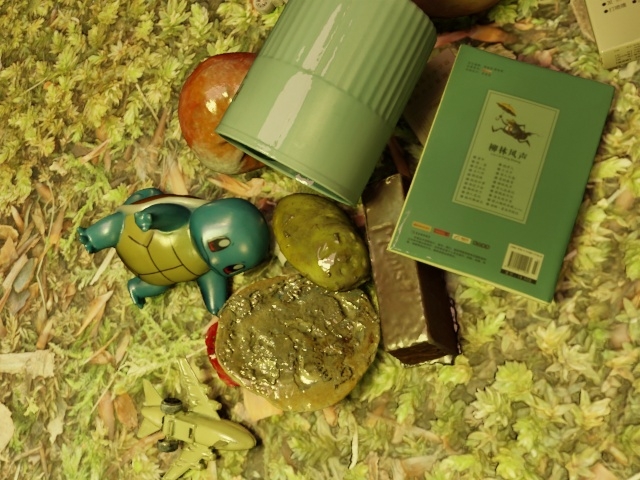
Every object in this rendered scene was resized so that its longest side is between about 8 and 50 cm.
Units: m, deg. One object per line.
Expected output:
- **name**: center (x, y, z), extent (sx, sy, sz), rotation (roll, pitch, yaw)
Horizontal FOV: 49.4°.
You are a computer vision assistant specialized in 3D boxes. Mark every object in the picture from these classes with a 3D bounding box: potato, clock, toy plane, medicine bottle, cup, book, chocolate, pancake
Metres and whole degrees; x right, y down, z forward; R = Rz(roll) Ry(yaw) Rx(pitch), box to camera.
- **potato**: center (0.000, 0.000, 1.220), extent (0.251, 0.149, 0.113), rotation (44, 137, 46)
- **clock**: center (-0.082, -0.528, 1.482), extent (0.129, 0.041, 0.087), rotation (-14, 73, 18)
- **toy plane**: center (-0.233, 0.338, 1.269), extent (0.256, 0.104, 0.242), rotation (10, 94, 36)
- **medicine bottle**: center (-0.069, 0.004, 1.305), extent (0.052, 0.052, 0.089), rotation (-37, 61, 13)
- **cup**: center (0.034, -0.240, 1.152), extent (0.257, 0.331, 0.311), rotation (29, 91, 38)
- **book**: center (0.290, -0.115, 1.101), extent (0.264, 0.031, 0.379), rotation (20, 78, 8)
- **chocolate**: center (0.142, 0.049, 1.149), extent (0.112, 0.112, 0.321), rotation (-17, 68, 24)
- **pancake**: center (-0.038, 0.161, 1.183), extent (0.282, 0.049, 0.282), rotation (1, 54, -1)

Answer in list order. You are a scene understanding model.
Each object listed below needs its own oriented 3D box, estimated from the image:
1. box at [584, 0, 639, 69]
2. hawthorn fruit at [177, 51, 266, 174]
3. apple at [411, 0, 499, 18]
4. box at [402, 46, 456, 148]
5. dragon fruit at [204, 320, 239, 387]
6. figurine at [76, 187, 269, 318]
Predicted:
- **box**: center (0.598, -0.425, 1.086), extent (0.353, 0.069, 0.214), rotation (-14, 69, 22)
- **hawthorn fruit**: center (-0.156, -0.261, 1.329), extent (0.235, 0.231, 0.263), rotation (-12, 74, 12)
- **apple**: center (0.205, -0.528, 1.180), extent (0.345, 0.345, 0.269), rotation (34, 102, 31)
- **box**: center (0.226, -0.220, 1.218), extent (0.141, 0.058, 0.201), rotation (-37, 61, 13)
- **dragon fruit**: center (-0.165, 0.188, 1.269), extent (0.153, 0.111, 0.153), rotation (-11, 66, 26)
- **figurine**: center (-0.290, 0.013, 1.335), extent (0.416, 0.298, 0.243), rotation (11, 46, 41)
